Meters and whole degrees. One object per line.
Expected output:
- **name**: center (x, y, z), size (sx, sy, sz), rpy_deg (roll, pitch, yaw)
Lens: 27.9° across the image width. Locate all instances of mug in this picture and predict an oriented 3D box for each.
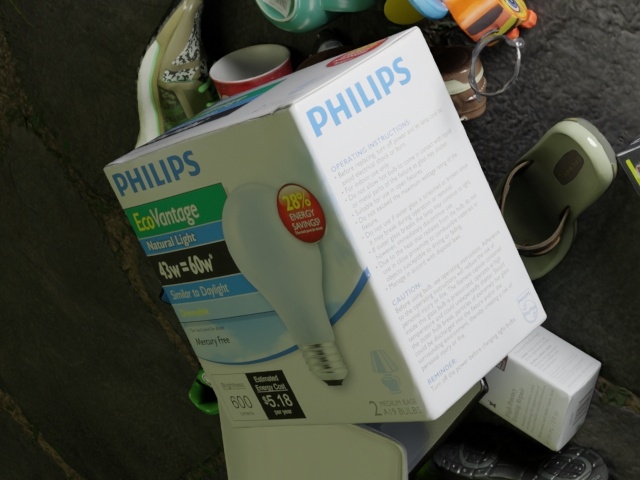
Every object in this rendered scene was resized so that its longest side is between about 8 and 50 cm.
- **mug**: center (-0.018, -0.326, 1.595), size (0.158, 0.097, 0.129), rpy_deg (-9, 111, 51)
- **mug**: center (-0.086, -0.161, 1.766), size (0.113, 0.150, 0.169), rpy_deg (8, 129, 33)

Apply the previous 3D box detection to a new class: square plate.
- **square plate**: center (-0.001, 0.352, 1.841), size (0.344, 0.049, 0.347), rpy_deg (22, 130, 35)

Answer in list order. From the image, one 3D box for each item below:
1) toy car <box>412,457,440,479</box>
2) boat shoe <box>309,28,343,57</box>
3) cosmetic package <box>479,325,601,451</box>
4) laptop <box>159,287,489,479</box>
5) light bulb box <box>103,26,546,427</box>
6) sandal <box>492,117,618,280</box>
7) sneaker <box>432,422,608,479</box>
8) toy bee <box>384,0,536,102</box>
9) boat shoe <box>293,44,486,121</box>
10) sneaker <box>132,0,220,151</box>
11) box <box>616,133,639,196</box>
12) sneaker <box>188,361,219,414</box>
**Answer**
- **toy car**: center (0.063, 0.344, 1.960), size (0.155, 0.188, 0.149), rpy_deg (-8, 112, 50)
- **boat shoe**: center (0.001, -0.221, 1.709), size (0.142, 0.049, 0.040), rpy_deg (112, 146, -50)
- **cosmetic package**: center (0.247, 0.163, 1.705), size (0.231, 0.085, 0.117), rpy_deg (30, 136, 27)
- **laptop**: center (-0.017, 0.134, 1.757), size (0.382, 0.236, 0.408), rpy_deg (-61, 42, 48)
- **light bulb box**: center (0.000, 0.000, 1.460), size (0.358, 0.225, 0.361), rpy_deg (-12, 107, 48)
- **sandal**: center (0.251, -0.040, 1.519), size (0.120, 0.086, 0.303), rpy_deg (43, 154, 14)
- **sneaker**: center (0.278, 0.346, 1.805), size (0.286, 0.109, 0.130), rpy_deg (12, 133, 45)
- **toy bee**: center (0.159, -0.274, 1.417), size (0.195, 0.162, 0.298), rpy_deg (-13, 77, 35)
- **boat shoe**: center (0.085, -0.179, 1.590), size (0.257, 0.095, 0.095), rpy_deg (6, 138, 35)
- **sneaker**: center (-0.169, -0.192, 1.878), size (0.182, 0.158, 0.410), rpy_deg (13, 133, 1)
- **box**: center (0.465, -0.020, 1.343), size (0.216, 0.060, 0.270), rpy_deg (-25, 98, 54)
- **sneaker**: center (-0.110, 0.186, 2.061), size (0.134, 0.146, 0.343), rpy_deg (45, 141, 12)
